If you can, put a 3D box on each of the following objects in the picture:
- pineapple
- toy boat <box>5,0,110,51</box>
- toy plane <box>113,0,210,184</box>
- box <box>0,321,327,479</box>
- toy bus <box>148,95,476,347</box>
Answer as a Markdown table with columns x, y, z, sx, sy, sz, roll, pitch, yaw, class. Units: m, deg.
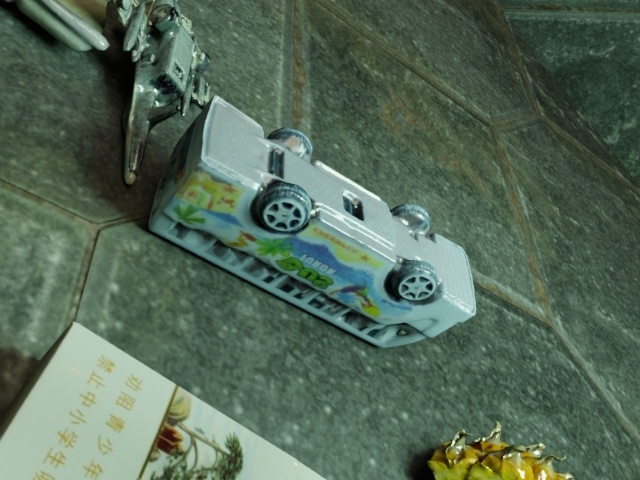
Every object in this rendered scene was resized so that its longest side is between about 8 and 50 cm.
| x | y | z | sx | sy | sz | roll | pitch | yaw | class |
| --- | --- | --- | --- | --- | --- | --- | --- | --- | --- |
| 0.238 | 0.264 | 0.706 | 0.250 | 0.164 | 0.140 | 50 | 26 | 8 | pineapple |
| -0.339 | -0.342 | 0.715 | 0.293 | 0.111 | 0.276 | 36 | 35 | -39 | toy boat |
| -0.165 | -0.169 | 0.741 | 0.192 | 0.088 | 0.262 | 51 | 26 | -52 | toy plane |
| -0.109 | 0.179 | 0.481 | 0.233 | 0.067 | 0.149 | 37 | 38 | -16 | box |
| 0.000 | 0.000 | 0.711 | 0.329 | 0.136 | 0.109 | 30 | 37 | -25 | toy bus |
